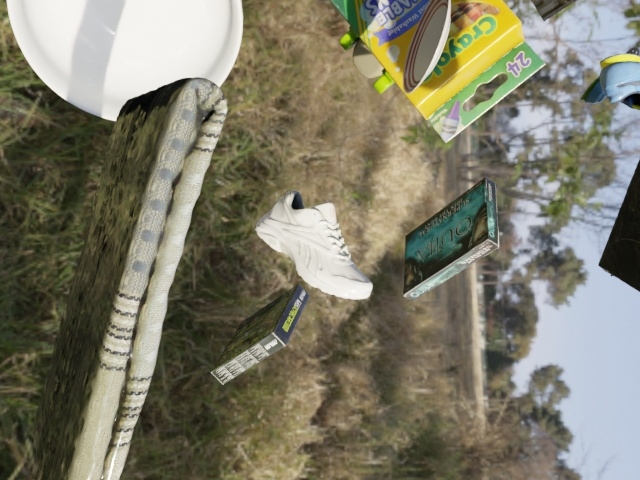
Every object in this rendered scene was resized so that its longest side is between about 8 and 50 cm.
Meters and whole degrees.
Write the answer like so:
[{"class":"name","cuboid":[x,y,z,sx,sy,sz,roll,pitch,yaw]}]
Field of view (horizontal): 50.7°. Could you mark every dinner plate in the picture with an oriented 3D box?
[{"class":"dinner plate","cuboid":[0.144,-0.262,0.896,0.141,0.017,0.141,-163,-90,-78]}]

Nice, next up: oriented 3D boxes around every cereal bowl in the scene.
[{"class":"cereal bowl","cuboid":[-0.291,-0.363,1.040,0.141,0.339,0.338,-105,-175,-52]}]

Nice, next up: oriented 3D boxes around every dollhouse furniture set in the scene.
[{"class":"dollhouse furniture set","cuboid":[0.445,-0.526,1.298,0.151,0.123,0.144,42,29,-33]}]

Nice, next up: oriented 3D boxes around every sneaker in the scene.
[{"class":"sneaker","cuboid":[0.516,-0.231,1.047,0.069,0.210,0.082,-22,-110,61]},{"class":"sneaker","cuboid":[0.000,0.000,1.070,0.115,0.232,0.090,-58,157,15]}]

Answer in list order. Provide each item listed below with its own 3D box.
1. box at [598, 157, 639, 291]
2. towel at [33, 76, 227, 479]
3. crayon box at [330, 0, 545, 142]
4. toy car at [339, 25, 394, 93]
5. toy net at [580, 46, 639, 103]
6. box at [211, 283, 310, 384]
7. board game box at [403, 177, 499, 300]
[{"class":"box","cuboid":[0.825,-0.063,1.231,0.471,0.298,0.479,-106,-150,-73]},{"class":"towel","cuboid":[-0.148,0.046,0.499,0.312,0.056,0.324,21,-85,66]},{"class":"crayon box","cuboid":[0.181,-0.349,1.100,0.322,0.203,0.083,55,14,16]},{"class":"toy car","cuboid":[0.168,-0.459,1.533,0.155,0.188,0.149,51,-15,-5]},{"class":"toy net","cuboid":[0.735,-0.425,1.661,0.232,0.045,0.122,-42,161,-22]},{"class":"box","cuboid":[-0.122,0.193,1.407,0.045,0.191,0.184,47,29,-14]},{"class":"board game box","cuboid":[0.197,0.001,1.039,0.186,0.026,0.126,-41,-150,42]}]
